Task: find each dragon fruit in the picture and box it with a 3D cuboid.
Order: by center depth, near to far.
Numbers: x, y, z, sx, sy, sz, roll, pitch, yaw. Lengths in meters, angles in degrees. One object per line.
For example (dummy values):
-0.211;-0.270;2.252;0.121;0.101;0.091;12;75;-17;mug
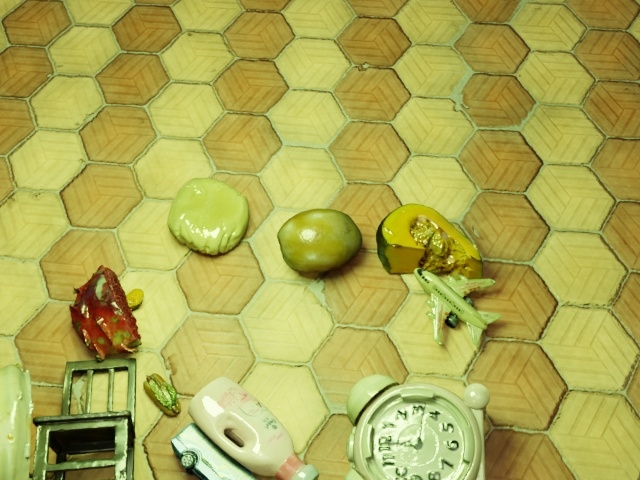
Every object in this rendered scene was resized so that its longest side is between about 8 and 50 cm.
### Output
-0.572;0.185;1.789;0.161;0.126;0.274;-31;56;-2;dragon fruit

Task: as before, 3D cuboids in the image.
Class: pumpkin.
0.270;0.033;1.862;0.190;0.139;0.280;-32;61;-20;pumpkin
-0.500;0.163;1.871;0.083;0.028;0.050;-27;58;-3;pumpkin

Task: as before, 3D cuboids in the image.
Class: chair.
-0.515;0.424;1.586;0.202;0.241;0.416;-3;60;-8;chair

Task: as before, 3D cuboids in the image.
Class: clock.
0.213;0.471;1.590;0.325;0.184;0.342;1;54;7;clock

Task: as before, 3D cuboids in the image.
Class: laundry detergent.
-0.150;0.460;1.641;0.335;0.088;0.159;37;41;20;laundry detergent

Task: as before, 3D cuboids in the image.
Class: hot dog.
-0.387;0.375;1.735;0.056;0.041;0.133;-39;66;-19;hot dog

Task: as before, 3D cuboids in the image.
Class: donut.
-0.703;0.456;1.513;0.142;0.383;0.383;4;56;-24;donut

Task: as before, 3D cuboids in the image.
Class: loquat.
0.000;0.000;1.872;0.227;0.179;0.179;-7;59;-12;loquat

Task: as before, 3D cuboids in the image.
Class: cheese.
-0.304;-0.071;1.956;0.213;0.117;0.226;24;58;8;cheese

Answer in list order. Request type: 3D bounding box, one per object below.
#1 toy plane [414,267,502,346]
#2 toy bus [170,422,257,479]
0.336;0.156;1.815;0.244;0.092;0.229;38;70;22;toy plane
-0.242;0.523;1.623;0.236;0.079;0.094;35;64;19;toy bus
